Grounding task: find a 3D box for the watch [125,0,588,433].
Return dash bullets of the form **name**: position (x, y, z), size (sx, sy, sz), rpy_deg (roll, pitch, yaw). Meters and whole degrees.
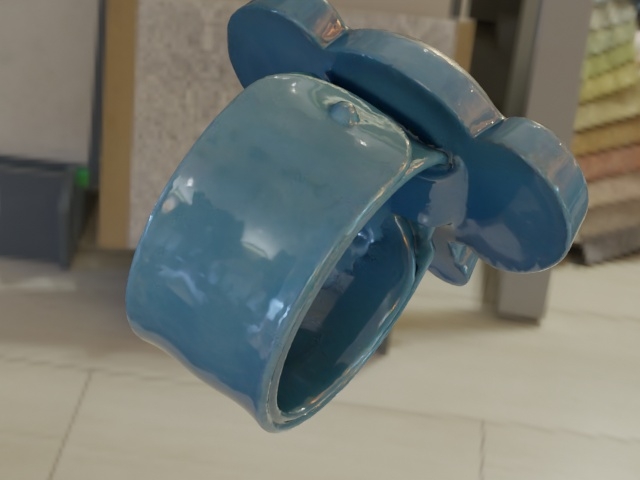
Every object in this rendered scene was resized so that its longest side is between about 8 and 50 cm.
- **watch**: position (0.000, 0.000, 0.736), size (0.211, 0.211, 0.193), rpy_deg (28, 62, 28)
